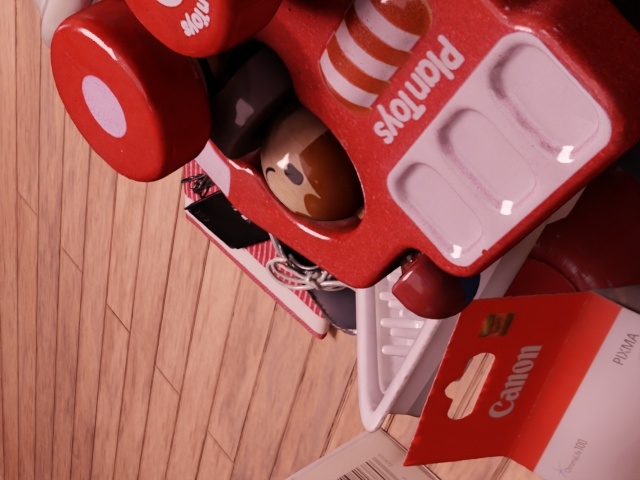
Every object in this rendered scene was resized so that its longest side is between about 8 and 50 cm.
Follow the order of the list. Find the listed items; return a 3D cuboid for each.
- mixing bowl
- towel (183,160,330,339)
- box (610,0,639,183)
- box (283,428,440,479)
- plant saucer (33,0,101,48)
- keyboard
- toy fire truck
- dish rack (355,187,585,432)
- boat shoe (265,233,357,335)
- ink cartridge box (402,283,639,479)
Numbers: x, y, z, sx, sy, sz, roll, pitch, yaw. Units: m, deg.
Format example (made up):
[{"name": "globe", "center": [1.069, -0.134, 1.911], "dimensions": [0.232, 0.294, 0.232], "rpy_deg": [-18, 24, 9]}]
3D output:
[{"name": "mixing bowl", "center": [0.188, 0.032, 0.813], "dimensions": [0.181, 0.098, 0.181], "rpy_deg": [33, 136, 39]}, {"name": "towel", "center": [-0.048, -0.080, 1.134], "dimensions": [0.237, 0.037, 0.329], "rpy_deg": [42, 144, 27]}, {"name": "box", "center": [0.222, -0.189, 0.525], "dimensions": [0.343, 0.179, 0.312], "rpy_deg": [47, 144, 26]}, {"name": "box", "center": [0.038, 0.366, 1.227], "dimensions": [0.121, 0.148, 0.311], "rpy_deg": [38, 139, 36]}, {"name": "plant saucer", "center": [-0.101, -0.310, 0.717], "dimensions": [0.100, 0.400, 0.400], "rpy_deg": [30, 149, -12]}, {"name": "keyboard", "center": [-0.069, -0.046, 1.139], "dimensions": [0.100, 0.038, 0.192], "rpy_deg": [43, 151, -19]}, {"name": "toy fire truck", "center": [0.011, -0.079, 0.597], "dimensions": [0.254, 0.169, 0.302], "rpy_deg": [50, 149, 8]}, {"name": "dish rack", "center": [0.096, -0.047, 0.814], "dimensions": [0.333, 0.072, 0.285], "rpy_deg": [112, 162, -50]}, {"name": "boat shoe", "center": [0.000, 0.000, 1.029], "dimensions": [0.095, 0.079, 0.254], "rpy_deg": [-1, 131, 17]}, {"name": "ink cartridge box", "center": [0.188, 0.105, 0.745], "dimensions": [0.189, 0.232, 0.066], "rpy_deg": [102, 154, -46]}]
